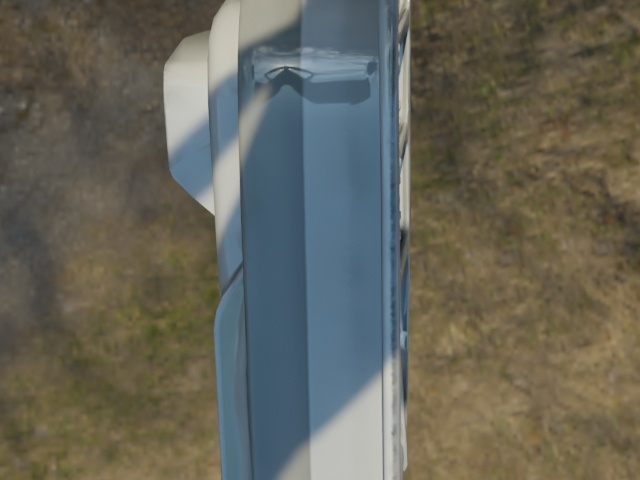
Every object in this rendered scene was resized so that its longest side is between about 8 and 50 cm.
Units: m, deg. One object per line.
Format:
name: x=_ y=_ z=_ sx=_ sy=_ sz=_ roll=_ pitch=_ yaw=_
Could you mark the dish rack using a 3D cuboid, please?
dish rack: x=0.000 y=0.000 z=0.520 sx=0.072 sy=0.333 sz=0.285 roll=1 pitch=111 yaw=3
